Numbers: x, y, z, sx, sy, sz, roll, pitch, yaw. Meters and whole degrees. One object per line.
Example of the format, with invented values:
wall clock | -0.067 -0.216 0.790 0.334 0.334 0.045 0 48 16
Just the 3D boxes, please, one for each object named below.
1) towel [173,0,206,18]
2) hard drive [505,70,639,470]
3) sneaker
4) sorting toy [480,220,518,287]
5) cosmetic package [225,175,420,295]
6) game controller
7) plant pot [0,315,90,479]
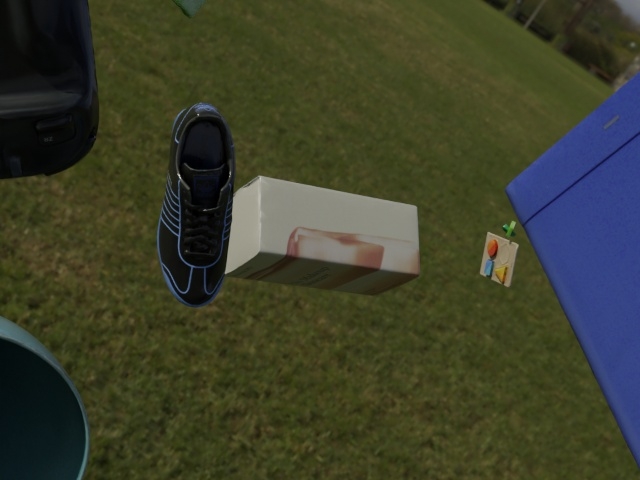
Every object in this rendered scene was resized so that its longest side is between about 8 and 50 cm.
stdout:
towel | -0.081 -0.257 0.681 0.023 0.152 0.113 42 2 41
hard drive | 0.238 0.056 0.492 0.040 0.210 0.318 -9 68 -32
sneaker | -0.136 -0.035 0.983 0.081 0.232 0.090 -1 7 -14
sorting toy | 0.223 0.012 1.116 0.012 0.083 0.062 -1 18 -29
cosmetic package | 0.000 0.000 1.456 0.296 0.153 0.129 9 70 -27
game controller | -0.308 -0.113 0.571 0.319 0.166 0.067 -5 12 -10
plant pot | -0.406 0.180 0.935 0.290 0.290 0.195 21 11 -31
